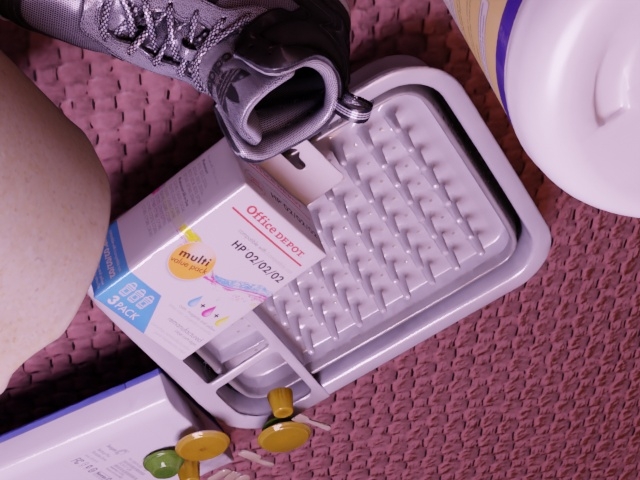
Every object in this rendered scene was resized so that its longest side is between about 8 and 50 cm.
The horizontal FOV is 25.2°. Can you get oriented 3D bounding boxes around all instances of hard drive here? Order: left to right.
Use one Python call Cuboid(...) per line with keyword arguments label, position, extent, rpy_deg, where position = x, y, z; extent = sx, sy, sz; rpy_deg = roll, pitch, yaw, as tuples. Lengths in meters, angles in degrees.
Cuboid(label="hard drive", position=(-0.254, 0.219, 1.275), extent=(0.319, 0.040, 0.210), rpy_deg=(-23, 155, 3))

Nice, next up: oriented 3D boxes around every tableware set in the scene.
Cuboid(label="tableware set", position=(-0.076, 0.174, 1.249), extent=(0.154, 0.024, 0.104), rpy_deg=(-34, 139, 26))

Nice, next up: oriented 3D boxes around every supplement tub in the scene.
Cuboid(label="supplement tub", position=(0.180, -0.200, 0.870), extent=(0.241, 0.331, 0.241), rpy_deg=(-10, 134, -11))

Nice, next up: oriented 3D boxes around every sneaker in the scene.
Cuboid(label="sneaker", position=(-0.089, -0.136, 0.962), extent=(0.268, 0.153, 0.101), rpy_deg=(6, 129, -24))

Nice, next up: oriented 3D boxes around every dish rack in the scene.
Cuboid(label="dish rack", position=(0.000, 0.000, 1.178), extent=(0.333, 0.072, 0.285), rpy_deg=(-30, 133, 10))

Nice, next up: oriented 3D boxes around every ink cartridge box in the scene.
Cuboid(label="ink cartridge box", position=(-0.072, -0.003, 1.059), extent=(0.181, 0.061, 0.104), rpy_deg=(-37, 132, 14))

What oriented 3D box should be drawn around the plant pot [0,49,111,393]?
Cuboid(label="plant pot", position=(-0.303, -0.050, 0.855), extent=(0.334, 0.334, 0.305), rpy_deg=(-36, 137, 15))
